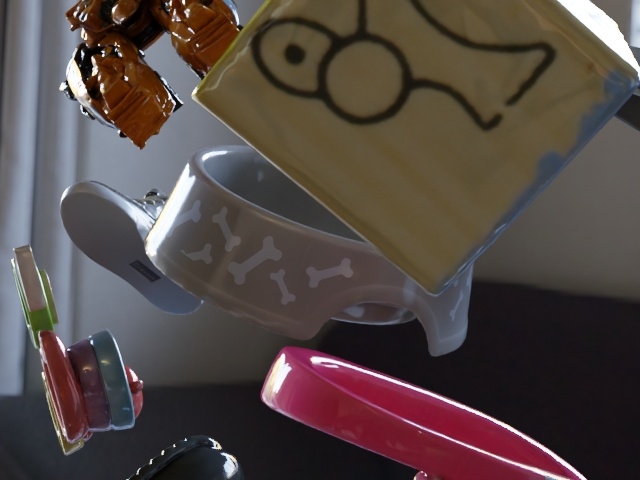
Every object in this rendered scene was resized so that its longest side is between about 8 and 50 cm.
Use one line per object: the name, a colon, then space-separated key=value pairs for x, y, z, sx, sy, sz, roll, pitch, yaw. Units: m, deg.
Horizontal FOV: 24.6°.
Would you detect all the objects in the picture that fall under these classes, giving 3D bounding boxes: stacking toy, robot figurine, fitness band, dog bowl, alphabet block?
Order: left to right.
stacking toy: x=-0.314 y=0.134 z=1.967 sx=0.130 sy=0.279 sz=0.309 roll=-15 pitch=-5 yaw=-14
robot figurine: x=-0.169 y=-0.201 z=1.429 sx=0.085 sy=0.211 sz=0.291 roll=48 pitch=1 yaw=-31
dog bowl: x=0.000 y=0.000 z=1.510 sx=0.348 sy=0.102 sz=0.349 roll=16 pitch=15 yaw=-4
alphabet block: x=0.062 y=-0.116 z=0.936 sx=0.197 sy=0.192 sz=0.193 roll=40 pitch=16 yaw=-8
fitness band: x=0.091 y=0.153 z=1.063 sx=0.291 sy=0.054 sz=0.209 roll=24 pitch=2 yaw=-31

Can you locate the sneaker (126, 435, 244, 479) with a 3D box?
sneaker: x=-0.090 y=0.244 z=0.689 sx=0.146 sy=0.330 sz=0.122 roll=21 pitch=-38 yaw=13

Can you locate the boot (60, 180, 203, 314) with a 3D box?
boot: x=-0.233 y=-0.021 z=1.869 sx=0.095 sy=0.123 sz=0.258 roll=-19 pitch=-45 yaw=23

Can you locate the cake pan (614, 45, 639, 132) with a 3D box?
cake pan: x=0.416 y=-0.129 z=1.594 sx=0.293 sy=0.054 sz=0.293 roll=28 pitch=1 yaw=-1
